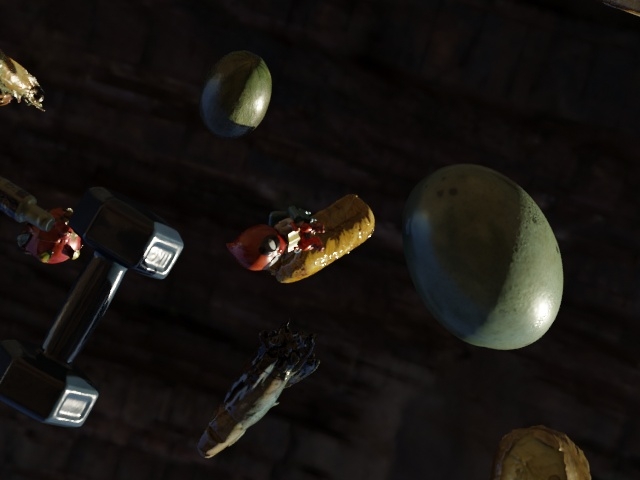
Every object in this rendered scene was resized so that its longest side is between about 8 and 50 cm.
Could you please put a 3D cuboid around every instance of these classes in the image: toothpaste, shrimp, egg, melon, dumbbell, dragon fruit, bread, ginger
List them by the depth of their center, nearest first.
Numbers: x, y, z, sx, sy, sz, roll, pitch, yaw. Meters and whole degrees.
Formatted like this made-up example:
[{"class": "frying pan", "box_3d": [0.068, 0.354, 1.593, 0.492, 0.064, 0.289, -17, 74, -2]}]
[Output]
[{"class": "egg", "box_3d": [0.185, 0.021, 1.520, 0.169, 0.236, 0.169, -24, -160, 10]}, {"class": "toothpaste", "box_3d": [-0.409, -0.073, 1.609, 0.216, 0.037, 0.062, 32, 168, 13]}, {"class": "dumbbell", "box_3d": [-0.326, 0.093, 1.833, 0.144, 0.325, 0.160, 28, -178, -30]}, {"class": "ginger", "box_3d": [0.309, 0.371, 1.850, 0.130, 0.276, 0.221, -15, -150, 22]}, {"class": "shrimp", "box_3d": [-0.458, -0.218, 1.880, 0.180, 0.099, 0.041, 28, -167, -50]}, {"class": "shrimp", "box_3d": [-0.072, 0.207, 1.909, 0.075, 0.289, 0.178, 38, -152, 12]}, {"class": "dragon fruit", "box_3d": [-0.398, -0.005, 1.945, 0.116, 0.081, 0.086, -15, -157, 25]}, {"class": "melon", "box_3d": [-0.138, -0.231, 2.152, 0.114, 0.167, 0.114, 13, -138, -12]}, {"class": "bread", "box_3d": [0.000, 0.000, 2.179, 0.211, 0.114, 0.083, -30, -94, -47]}]

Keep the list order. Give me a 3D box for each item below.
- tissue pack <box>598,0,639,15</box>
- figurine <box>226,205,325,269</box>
[{"class": "tissue pack", "box_3d": [0.489, -0.349, 1.869, 0.183, 0.092, 0.226, 28, -159, 34]}, {"class": "figurine", "box_3d": [-0.069, -0.002, 1.978, 0.140, 0.068, 0.075, -16, -142, -22]}]
